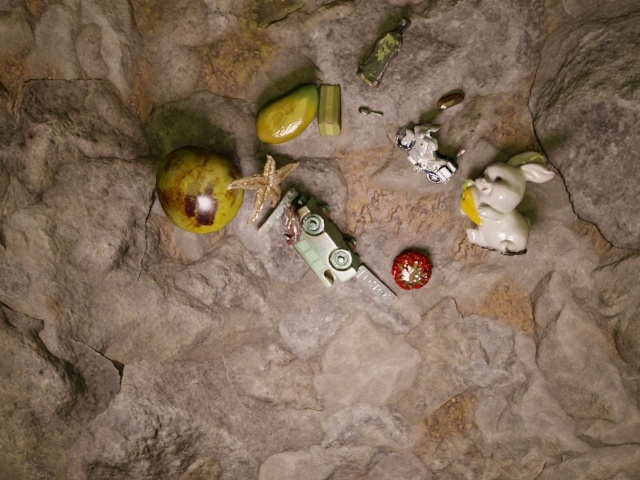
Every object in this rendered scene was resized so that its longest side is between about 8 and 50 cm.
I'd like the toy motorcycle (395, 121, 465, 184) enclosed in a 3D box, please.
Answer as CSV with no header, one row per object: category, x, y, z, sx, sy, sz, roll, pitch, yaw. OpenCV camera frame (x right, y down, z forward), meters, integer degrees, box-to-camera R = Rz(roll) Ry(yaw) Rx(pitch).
toy motorcycle,0.349,-0.281,1.494,0.221,0.102,0.150,46,126,-6

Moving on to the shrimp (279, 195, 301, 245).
shrimp,-0.095,-0.063,1.488,0.065,0.056,0.165,-5,105,24

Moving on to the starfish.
starfish,-0.181,-0.158,1.510,0.048,0.295,0.231,31,126,27

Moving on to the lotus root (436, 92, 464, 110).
lotus root,0.403,-0.432,1.473,0.083,0.030,0.038,-21,103,10

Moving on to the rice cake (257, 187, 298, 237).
rice cake,-0.148,-0.090,1.602,0.034,0.043,0.211,40,113,-3

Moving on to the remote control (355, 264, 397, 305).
remote control,0.194,0.157,1.674,0.184,0.027,0.050,43,107,-13

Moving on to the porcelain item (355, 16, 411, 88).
porcelain item,0.194,-0.570,1.427,0.081,0.069,0.216,33,108,-2

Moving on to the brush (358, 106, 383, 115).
brush,0.160,-0.407,1.511,0.083,0.008,0.024,13,104,1

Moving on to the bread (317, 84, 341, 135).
bread,0.030,-0.416,1.517,0.073,0.084,0.139,0,76,5

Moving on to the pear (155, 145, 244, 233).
pear,-0.380,-0.157,1.493,0.283,0.283,0.284,1,107,4

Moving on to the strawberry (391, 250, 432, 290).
strawberry,0.312,0.106,1.617,0.145,0.086,0.145,2,106,6

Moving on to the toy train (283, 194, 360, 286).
toy train,0.000,0.000,1.589,0.159,0.129,0.326,-34,102,19

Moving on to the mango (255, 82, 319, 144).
mango,-0.099,-0.390,1.488,0.237,0.091,0.137,-22,103,19

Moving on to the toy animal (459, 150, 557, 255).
toy animal,0.577,-0.118,1.484,0.247,0.183,0.310,-2,102,0
